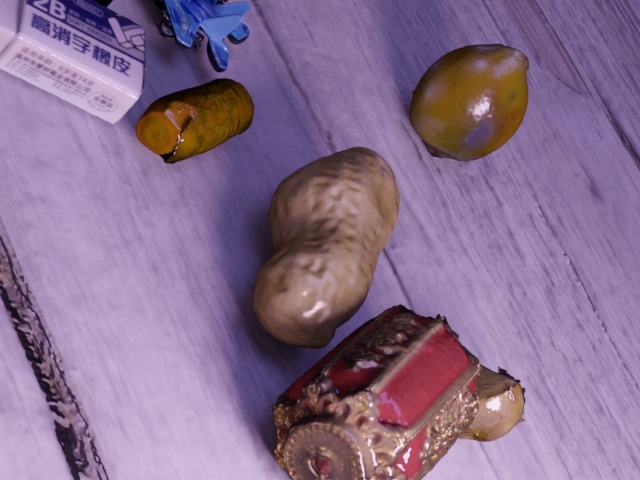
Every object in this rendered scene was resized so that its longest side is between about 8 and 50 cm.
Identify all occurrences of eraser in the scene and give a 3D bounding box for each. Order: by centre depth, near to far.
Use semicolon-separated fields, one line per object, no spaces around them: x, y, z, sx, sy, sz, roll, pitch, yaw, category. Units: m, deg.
-0.299;-0.229;1.819;0.210;0.068;0.124;26;43;-30;eraser

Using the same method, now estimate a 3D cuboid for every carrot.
-0.146;-0.139;1.897;0.082;0.082;0.173;52;27;4;carrot

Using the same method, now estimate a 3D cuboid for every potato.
0.151;0.188;1.923;0.089;0.101;0.172;-34;44;-31;potato

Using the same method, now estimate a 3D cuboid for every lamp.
0.064;0.178;1.752;0.177;0.177;0.274;51;37;2;lamp

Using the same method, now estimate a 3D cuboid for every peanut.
0.000;0.000;1.883;0.147;0.147;0.319;40;41;-13;peanut

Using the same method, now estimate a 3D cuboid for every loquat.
0.209;-0.192;2.243;0.152;0.195;0.152;31;24;-15;loquat

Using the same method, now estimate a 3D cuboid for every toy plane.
-0.193;-0.315;2.017;0.246;0.078;0.169;35;36;-9;toy plane

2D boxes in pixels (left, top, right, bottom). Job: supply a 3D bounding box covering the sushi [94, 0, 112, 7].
-0.285;-0.316;1.928;0.084;0.056;0.083;32;38;-25;sushi
